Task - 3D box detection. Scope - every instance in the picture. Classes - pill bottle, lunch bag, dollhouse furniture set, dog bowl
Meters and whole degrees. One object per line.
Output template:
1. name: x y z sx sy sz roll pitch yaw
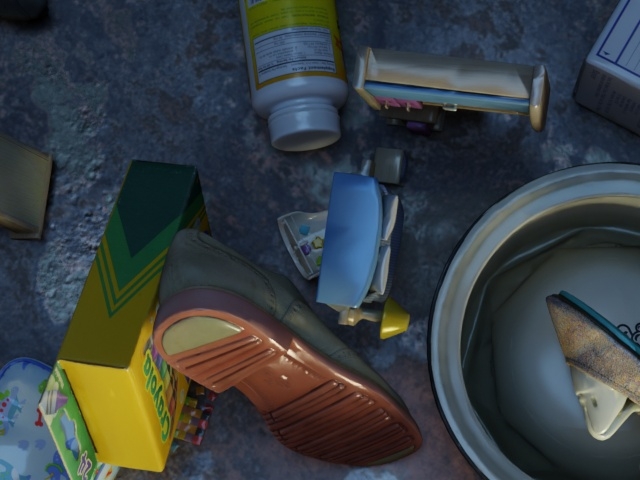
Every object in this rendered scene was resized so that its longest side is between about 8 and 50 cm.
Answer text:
1. pill bottle: -0.031 -0.219 1.802 0.117 0.117 0.215 -8 77 1
2. lunch bag: -0.326 0.252 1.721 0.176 0.090 0.219 26 79 8
3. dollhouse furniture set: 0.133 -0.035 1.677 0.198 0.286 0.303 9 87 12
4. dog bowl: 0.320 0.128 1.683 0.408 0.150 0.408 -1 76 3
5. dollhouse furniture set: -0.468 -0.071 1.807 0.242 0.161 0.212 0 75 26

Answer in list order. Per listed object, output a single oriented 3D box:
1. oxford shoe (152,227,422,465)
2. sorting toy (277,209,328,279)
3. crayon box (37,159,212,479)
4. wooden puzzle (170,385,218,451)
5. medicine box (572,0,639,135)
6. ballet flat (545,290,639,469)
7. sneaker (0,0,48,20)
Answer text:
1. oxford shoe: -0.020 0.118 1.629 0.140 0.397 0.146 -26 45 24
2. sorting toy: 0.000 0.000 1.789 0.075 0.045 0.083 -25 76 -10
3. crayon box: -0.193 0.101 1.631 0.083 0.203 0.323 7 52 12
4. wooden puzzle: -0.154 0.207 1.764 0.049 0.006 0.083 17 78 7
5. medicine box: 0.485 -0.225 1.756 0.289 0.149 0.263 30 80 9
6. ballet flat: 0.337 0.178 1.543 0.316 0.107 0.106 37 88 12
7. sneaker: -0.364 -0.403 1.885 0.130 0.109 0.286 11 84 -4
